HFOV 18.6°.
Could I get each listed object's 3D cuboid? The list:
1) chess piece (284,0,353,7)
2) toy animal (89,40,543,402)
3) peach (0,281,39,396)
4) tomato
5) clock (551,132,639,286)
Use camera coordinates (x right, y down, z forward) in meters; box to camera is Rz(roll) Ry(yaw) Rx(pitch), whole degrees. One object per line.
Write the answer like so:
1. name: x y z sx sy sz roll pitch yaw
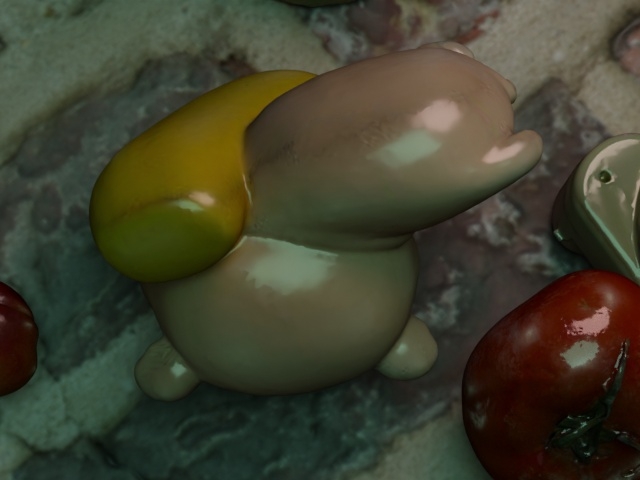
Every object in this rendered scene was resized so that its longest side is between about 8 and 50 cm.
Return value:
1. chess piece: 0.010 -0.362 1.477 0.234 0.442 0.234 1 75 -5
2. toy animal: 0.002 -0.007 1.518 0.345 0.277 0.246 -18 107 1
3. peach: -0.272 0.076 1.522 0.101 0.101 0.100 1 76 -5
4. tomato: 0.193 0.110 1.520 0.187 0.187 0.151 -3 38 -6
5. clock: 0.379 -0.012 1.597 0.309 0.114 0.284 -33 80 -14
